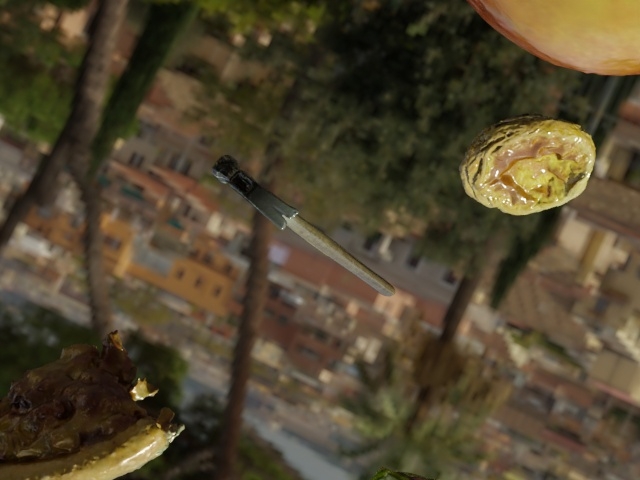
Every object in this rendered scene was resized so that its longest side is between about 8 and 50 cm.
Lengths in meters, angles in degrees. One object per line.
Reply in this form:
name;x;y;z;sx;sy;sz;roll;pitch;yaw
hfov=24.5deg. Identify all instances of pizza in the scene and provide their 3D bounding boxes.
pizza;-0.273;0.176;1.516;0.289;0.229;0.081;-12;121;21

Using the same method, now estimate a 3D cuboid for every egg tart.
egg tart;0.187;-0.074;1.349;0.130;0.052;0.130;-5;140;-4

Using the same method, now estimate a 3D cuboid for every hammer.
hammer;0.000;0.000;0.982;0.182;0.017;0.062;36;-177;-46

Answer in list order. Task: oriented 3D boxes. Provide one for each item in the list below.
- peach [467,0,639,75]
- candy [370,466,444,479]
peach;0.209;-0.262;0.834;0.372;0.372;0.290;32;-153;-39
candy;0.063;0.190;0.692;0.077;0.073;0.262;-3;143;11
